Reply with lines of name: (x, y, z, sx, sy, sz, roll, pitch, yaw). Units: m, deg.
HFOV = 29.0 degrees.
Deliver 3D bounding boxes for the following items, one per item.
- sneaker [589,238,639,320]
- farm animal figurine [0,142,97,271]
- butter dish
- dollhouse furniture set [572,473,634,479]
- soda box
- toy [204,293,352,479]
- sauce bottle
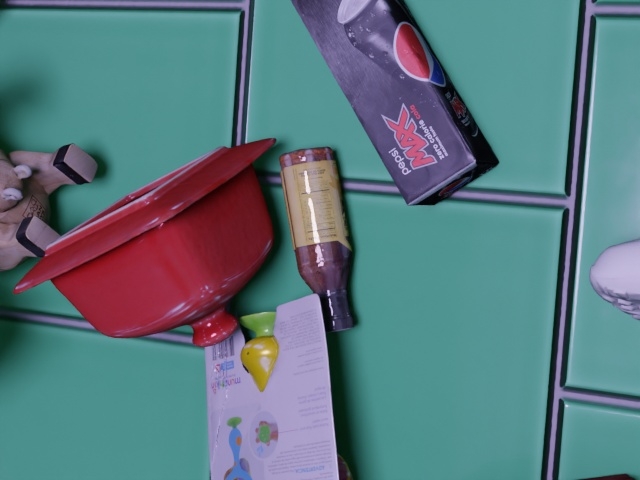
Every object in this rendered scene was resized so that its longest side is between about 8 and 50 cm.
sneaker: (0.275, 0.002, 0.720, 0.235, 0.090, 0.095, -3, 78, 21)
farm animal figurine: (-0.304, -0.097, 0.905, 0.172, 0.330, 0.327, -10, 124, 42)
butter dish: (-0.097, 0.019, 0.852, 0.160, 0.160, 0.118, -24, 100, 33)
dollhouse furniture set: (0.089, 0.255, 0.648, 0.152, 0.374, 0.201, -12, 85, 20)
soda box: (0.049, -0.108, 0.828, 0.060, 0.053, 0.169, -34, 78, 22)
toy: (-0.018, 0.166, 0.859, 0.137, 0.056, 0.237, -20, 74, 47)
sauce bottle: (0.000, 0.000, 0.862, 0.042, 0.042, 0.128, -9, 89, 25)
